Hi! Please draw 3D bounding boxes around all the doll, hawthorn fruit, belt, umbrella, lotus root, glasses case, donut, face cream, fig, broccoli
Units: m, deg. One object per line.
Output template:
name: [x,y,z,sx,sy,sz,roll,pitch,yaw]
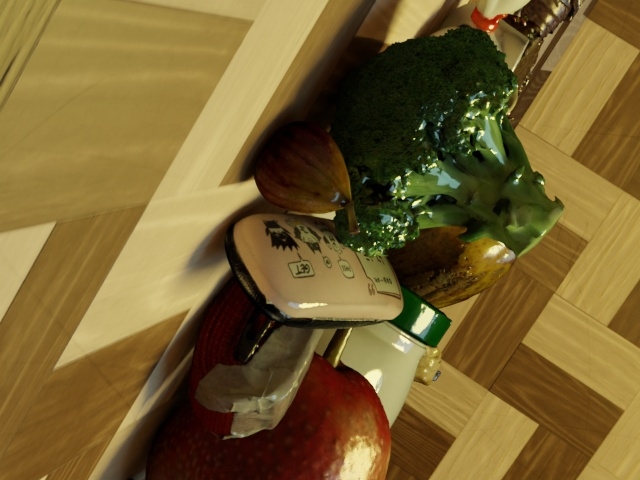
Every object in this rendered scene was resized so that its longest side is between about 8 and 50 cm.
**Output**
doll: [0.226,-0.270,1.681,0.271,0.144,0.208,-53,163,13]
hawthorn fruit: [-0.047,0.247,1.661,0.368,0.285,0.285,-64,171,-2]
belt: [-0.072,0.117,1.508,0.124,0.128,0.201,107,10,-58]
umbrella: [0.410,-0.436,2.237,0.090,0.094,0.326,-12,136,-57]
lotus root: [0.176,0.011,2.102,0.397,0.179,0.195,-31,-122,57]
glasses case: [0.000,0.034,1.444,0.075,0.122,0.314,-34,162,22]
donut: [0.235,-0.228,2.014,0.269,0.103,0.269,-52,169,-15]
face cream: [0.010,0.204,1.935,0.357,0.219,0.312,-55,161,1]
fig: [0.000,-0.056,1.292,0.089,0.125,0.089,-49,167,-15]
broccoli: [0.128,-0.084,1.415,0.270,0.270,0.270,-51,179,-1]

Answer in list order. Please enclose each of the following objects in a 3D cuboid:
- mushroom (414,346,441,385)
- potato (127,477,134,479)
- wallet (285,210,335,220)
mushroom: [0.028,0.219,2.284,0.314,0.224,0.397,-43,166,4]
potato: [-0.252,0.392,1.706,0.164,0.081,0.200,-52,172,-33]
wallet: [0.000,0.000,1.632,0.033,0.095,0.190,-16,-179,13]
